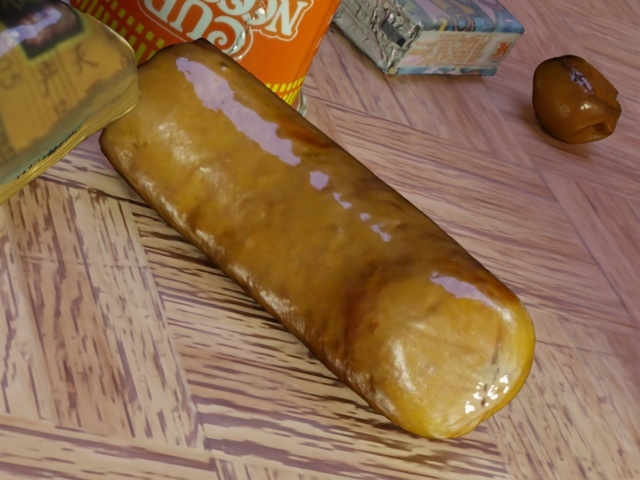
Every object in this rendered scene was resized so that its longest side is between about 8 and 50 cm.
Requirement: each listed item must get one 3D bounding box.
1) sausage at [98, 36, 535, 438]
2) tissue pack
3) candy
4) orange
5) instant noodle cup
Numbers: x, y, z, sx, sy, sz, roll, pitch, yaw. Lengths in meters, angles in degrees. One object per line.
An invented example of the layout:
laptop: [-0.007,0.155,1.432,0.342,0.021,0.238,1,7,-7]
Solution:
sausage: [-0.001,0.002,0.892,0.270,0.109,0.109,41,28,18]
tissue pack: [0.075,-0.184,1.323,0.155,0.065,0.115,-5,47,-52]
candy: [-0.221,-0.124,0.865,0.271,0.101,0.143,35,50,19]
orange: [0.204,-0.115,1.350,0.086,0.062,0.086,42,20,-19]
instant noodle cup: [-0.041,-0.209,1.075,0.193,0.212,0.193,26,27,-14]
